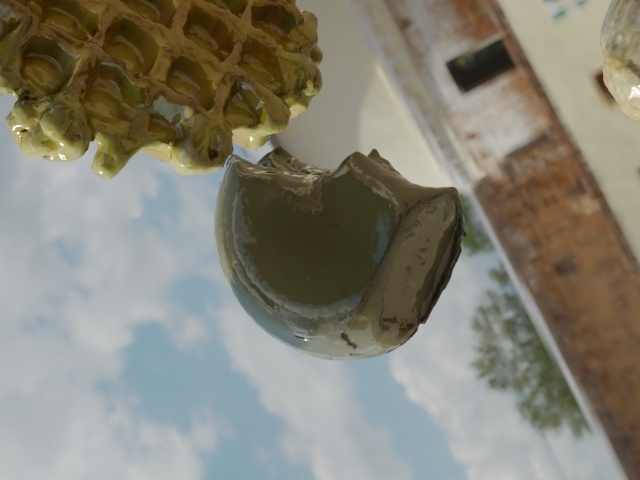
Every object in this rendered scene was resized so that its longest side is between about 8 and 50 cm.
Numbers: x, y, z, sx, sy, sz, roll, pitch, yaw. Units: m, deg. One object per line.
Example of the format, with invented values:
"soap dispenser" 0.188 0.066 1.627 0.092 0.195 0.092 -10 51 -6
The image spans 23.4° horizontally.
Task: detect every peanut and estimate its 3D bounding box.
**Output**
"peanut" 0.239 -0.162 0.955 0.087 0.207 0.087 31 160 12

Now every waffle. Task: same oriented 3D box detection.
"waffle" -0.112 -0.146 0.865 0.253 0.056 0.249 -32 -98 -42

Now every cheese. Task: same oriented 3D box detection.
"cheese" 0.000 0.000 1.243 0.202 0.175 0.091 29 -176 23
